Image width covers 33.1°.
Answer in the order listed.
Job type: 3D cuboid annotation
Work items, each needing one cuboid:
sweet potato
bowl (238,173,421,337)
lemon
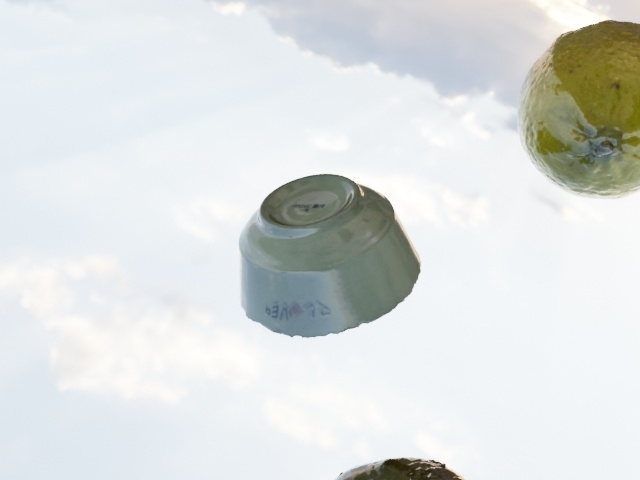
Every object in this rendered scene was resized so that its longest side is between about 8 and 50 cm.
[{"bbox_3d":[0.096,0.274,1.060,0.098,0.124,0.310,56,162,-21],"label":"sweet potato"},{"bbox_3d":[0.000,0.000,1.194,0.211,0.112,0.211,-10,-149,6],"label":"bowl"},{"bbox_3d":[0.313,-0.141,1.181,0.192,0.192,0.231,28,-145,0],"label":"lemon"}]
